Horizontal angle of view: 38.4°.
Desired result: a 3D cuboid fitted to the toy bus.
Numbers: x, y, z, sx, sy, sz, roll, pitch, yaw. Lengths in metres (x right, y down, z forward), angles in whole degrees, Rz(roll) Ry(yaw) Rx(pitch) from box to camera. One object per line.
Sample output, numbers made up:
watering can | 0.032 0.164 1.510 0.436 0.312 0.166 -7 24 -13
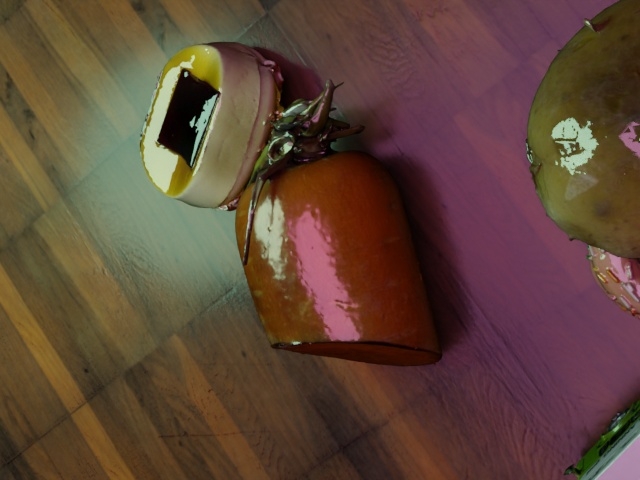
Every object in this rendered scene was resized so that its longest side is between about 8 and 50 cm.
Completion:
toy bus | 0.391 0.173 0.937 0.113 0.139 0.301 41 105 11

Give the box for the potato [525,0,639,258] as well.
potato | 0.326 -0.137 0.925 0.239 0.116 0.299 30 90 24

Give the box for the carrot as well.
carrot | 0.000 0.000 1.039 0.214 0.193 0.331 -10 85 -23

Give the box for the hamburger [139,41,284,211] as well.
hamburger | -0.130 -0.139 1.127 0.173 0.116 0.210 28 106 35

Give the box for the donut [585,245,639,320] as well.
donut | 0.369 0.039 0.976 0.166 0.065 0.117 -8 90 23
